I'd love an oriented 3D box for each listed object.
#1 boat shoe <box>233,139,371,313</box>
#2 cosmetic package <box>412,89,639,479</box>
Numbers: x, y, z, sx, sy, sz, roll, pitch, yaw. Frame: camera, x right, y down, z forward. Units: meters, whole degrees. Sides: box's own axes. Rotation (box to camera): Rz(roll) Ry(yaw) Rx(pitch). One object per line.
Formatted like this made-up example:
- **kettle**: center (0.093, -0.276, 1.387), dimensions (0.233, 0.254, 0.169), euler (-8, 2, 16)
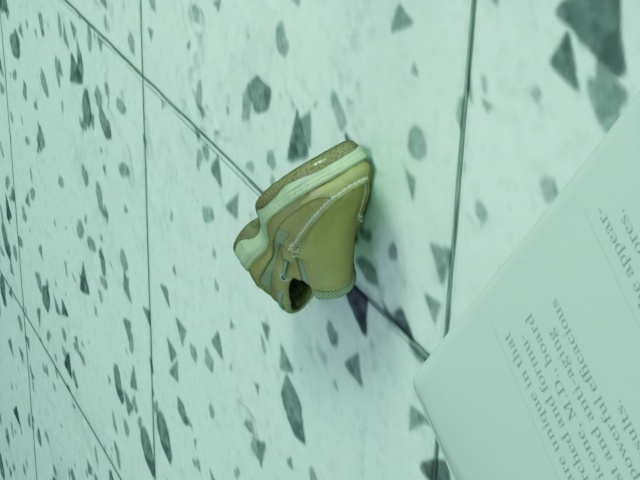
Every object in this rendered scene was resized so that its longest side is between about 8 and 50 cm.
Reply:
- **boat shoe**: center (0.000, 0.000, 0.839), dimensions (0.072, 0.068, 0.190), euler (62, 163, 8)
- **cosmetic package**: center (0.146, 0.052, 0.412), dimensions (0.183, 0.151, 0.151), euler (117, 135, -56)
